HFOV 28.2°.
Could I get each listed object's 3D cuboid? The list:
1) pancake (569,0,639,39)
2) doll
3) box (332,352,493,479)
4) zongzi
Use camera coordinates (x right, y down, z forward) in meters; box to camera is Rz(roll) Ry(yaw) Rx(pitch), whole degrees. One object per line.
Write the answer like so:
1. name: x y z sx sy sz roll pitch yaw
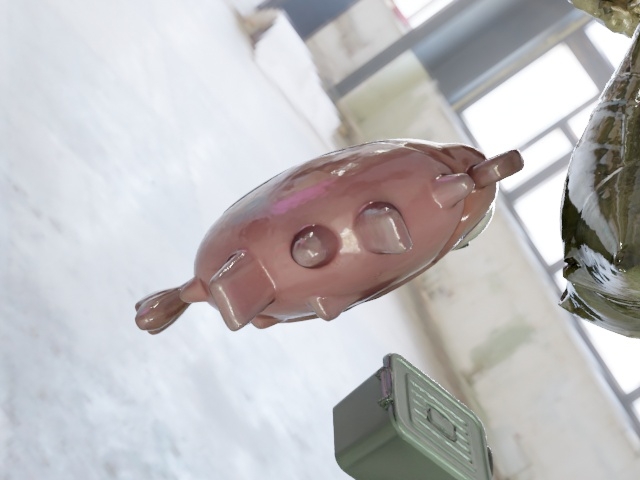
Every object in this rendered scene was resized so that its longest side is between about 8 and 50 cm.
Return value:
1. pancake: 0.320 -0.314 0.985 0.382 0.382 0.071 57 3 11
2. doll: 0.000 0.000 0.754 0.093 0.262 0.211 66 17 -1
3. box: 0.066 0.151 0.954 0.122 0.069 0.084 40 28 -27
4. zongzi: 0.164 -0.061 0.575 0.094 0.205 0.204 17 -5 21
